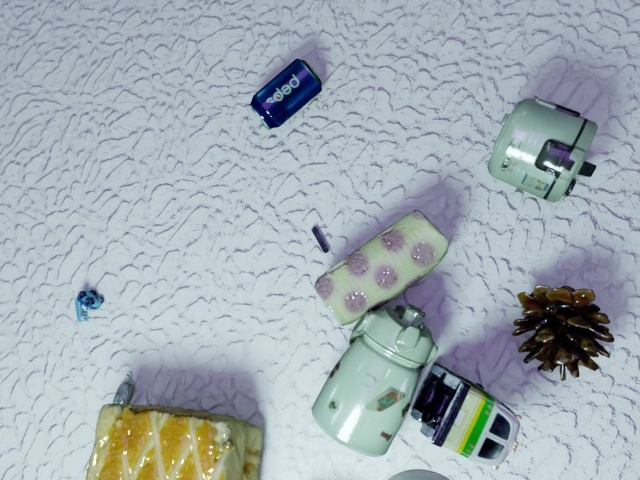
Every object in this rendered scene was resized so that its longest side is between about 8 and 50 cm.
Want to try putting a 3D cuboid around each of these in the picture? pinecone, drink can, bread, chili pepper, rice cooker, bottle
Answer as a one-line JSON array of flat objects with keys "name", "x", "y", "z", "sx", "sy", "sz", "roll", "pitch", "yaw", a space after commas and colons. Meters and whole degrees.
[{"name": "pinecone", "x": 0.558, "y": 0.216, "z": 1.285, "sx": 0.229, "sy": 0.202, "sz": 0.201, "roll": 28, "pitch": 77, "yaw": -5}, {"name": "drink can", "x": -0.099, "y": -0.412, "z": 1.579, "sx": 0.205, "sy": 0.118, "sz": 0.118, "roll": -40, "pitch": 75, "yaw": 2}, {"name": "bread", "x": 0.155, "y": 0.075, "z": 1.405, "sx": 0.338, "sy": 0.187, "sz": 0.155, "roll": -37, "pitch": 76, "yaw": 2}, {"name": "bread", "x": -0.354, "y": 0.603, "z": 1.369, "sx": 0.371, "sy": 0.279, "sz": 0.390, "roll": 2, "pitch": 81, "yaw": 14}, {"name": "chili pepper", "x": -0.559, "y": 0.453, "z": 1.561, "sx": 0.050, "sy": 0.041, "sz": 0.153, "roll": 11, "pitch": 80, "yaw": 56}, {"name": "rice cooker", "x": 0.547, "y": -0.219, "z": 1.355, "sx": 0.244, "sy": 0.226, "sz": 0.226, "roll": 30, "pitch": 87, "yaw": 16}, {"name": "bottle", "x": 0.142, "y": 0.307, "z": 1.341, "sx": 0.229, "sy": 0.229, "sz": 0.351, "roll": 27, "pitch": 94, "yaw": 15}]

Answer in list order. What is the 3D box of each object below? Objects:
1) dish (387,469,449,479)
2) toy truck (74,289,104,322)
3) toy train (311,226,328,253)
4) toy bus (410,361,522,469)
[{"name": "dish", "x": 0.239, "y": 0.692, "z": 1.327, "sx": 0.260, "sy": 0.085, "sz": 0.260, "roll": -2, "pitch": 79, "yaw": 12}, {"name": "toy truck", "x": -0.686, "y": 0.194, "z": 1.630, "sx": 0.073, "sy": 0.056, "sz": 0.090, "roll": 34, "pitch": 102, "yaw": 20}, {"name": "toy train", "x": 0.000, "y": 0.000, "z": 1.535, "sx": 0.017, "sy": 0.017, "sz": 0.083, "roll": -31, "pitch": 75, "yaw": 7}, {"name": "toy bus", "x": 0.320, "y": 0.386, "z": 1.257, "sx": 0.179, "sy": 0.305, "sz": 0.143, "roll": 26, "pitch": 86, "yaw": 2}]
